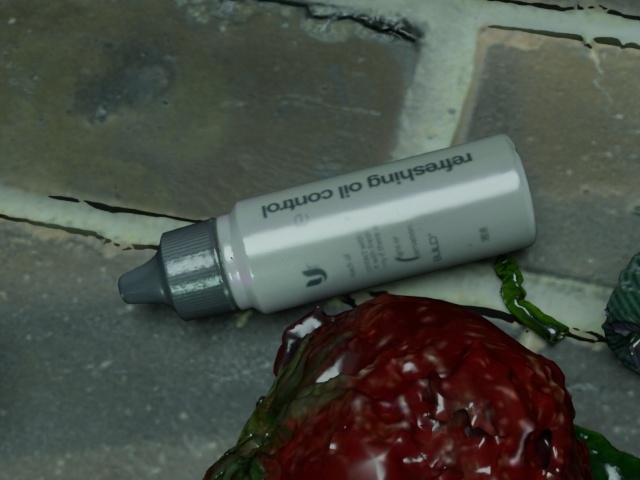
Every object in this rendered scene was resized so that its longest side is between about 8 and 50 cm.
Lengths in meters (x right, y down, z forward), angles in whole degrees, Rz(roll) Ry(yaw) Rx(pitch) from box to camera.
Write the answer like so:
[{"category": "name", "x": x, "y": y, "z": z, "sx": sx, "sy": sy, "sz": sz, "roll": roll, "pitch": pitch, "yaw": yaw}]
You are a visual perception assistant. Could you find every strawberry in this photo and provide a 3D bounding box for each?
[{"category": "strawberry", "x": 0.055, "y": 0.164, "z": 0.725, "sx": 0.220, "sy": 0.274, "sz": 0.274, "roll": 35, "pitch": 74, "yaw": -15}]

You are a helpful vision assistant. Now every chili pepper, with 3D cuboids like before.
[{"category": "chili pepper", "x": 0.243, "y": 0.167, "z": 0.780, "sx": 0.182, "sy": 0.050, "sz": 0.073, "roll": 4, "pitch": 62, "yaw": 7}, {"category": "chili pepper", "x": 0.152, "y": 0.044, "z": 0.859, "sx": 0.027, "sy": 0.022, "sz": 0.083, "roll": -45, "pitch": 66, "yaw": 26}]

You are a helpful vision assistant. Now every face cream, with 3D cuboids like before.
[{"category": "face cream", "x": 0.000, "y": 0.000, "z": 0.859, "sx": 0.312, "sy": 0.092, "sz": 0.092, "roll": -15, "pitch": 67, "yaw": 3}]

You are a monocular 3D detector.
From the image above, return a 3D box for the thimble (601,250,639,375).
[{"category": "thimble", "x": 0.270, "y": 0.060, "z": 0.783, "sx": 0.135, "sy": 0.118, "sz": 0.090, "roll": 26, "pitch": 69, "yaw": 33}]
